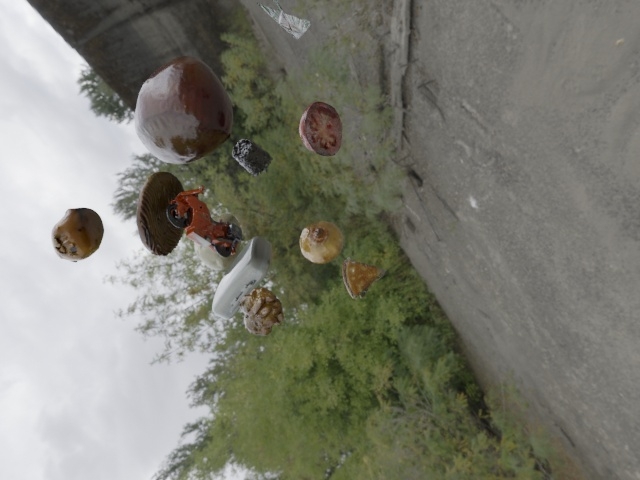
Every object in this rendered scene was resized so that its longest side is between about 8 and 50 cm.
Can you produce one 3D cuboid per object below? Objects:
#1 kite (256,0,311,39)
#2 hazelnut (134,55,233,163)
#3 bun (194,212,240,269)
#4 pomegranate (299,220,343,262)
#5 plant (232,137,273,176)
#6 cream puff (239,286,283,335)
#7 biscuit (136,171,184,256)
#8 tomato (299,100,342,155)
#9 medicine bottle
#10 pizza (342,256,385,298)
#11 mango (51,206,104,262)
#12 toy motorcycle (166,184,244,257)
[{"bbox_3d":[-0.116,-0.699,1.266,0.229,0.012,0.250,31,179,26],"label":"kite"},{"bbox_3d":[-0.539,-0.511,1.632,0.420,0.352,0.422,15,108,57],"label":"hazelnut"},{"bbox_3d":[-0.587,0.011,2.392,0.362,0.234,0.327,-48,-43,-73],"label":"bun"},{"bbox_3d":[0.003,0.007,1.901,0.207,0.207,0.207,61,180,0],"label":"pomegranate"},{"bbox_3d":[-0.305,-0.375,1.908,0.132,0.129,0.194,44,-173,32],"label":"plant"},{"bbox_3d":[-0.148,0.175,1.017,0.116,0.094,0.122,46,151,17],"label":"cream puff"},{"bbox_3d":[-0.584,-0.099,1.558,0.318,0.040,0.319,5,-90,-81],"label":"biscuit"},{"bbox_3d":[-0.008,-0.445,1.690,0.084,0.225,0.225,2,131,43],"label":"tomato"},{"bbox_3d":[-0.356,0.168,1.885,0.122,0.375,0.282,31,-156,-18],"label":"medicine bottle"},{"bbox_3d":[0.191,0.154,1.803,0.052,0.194,0.185,137,123,-73],"label":"pizza"},{"bbox_3d":[-0.956,-0.023,1.643,0.287,0.152,0.202,-119,8,-60],"label":"mango"},{"bbox_3d":[-0.440,-0.078,1.585,0.325,0.147,0.222,41,-144,-40],"label":"toy motorcycle"}]
